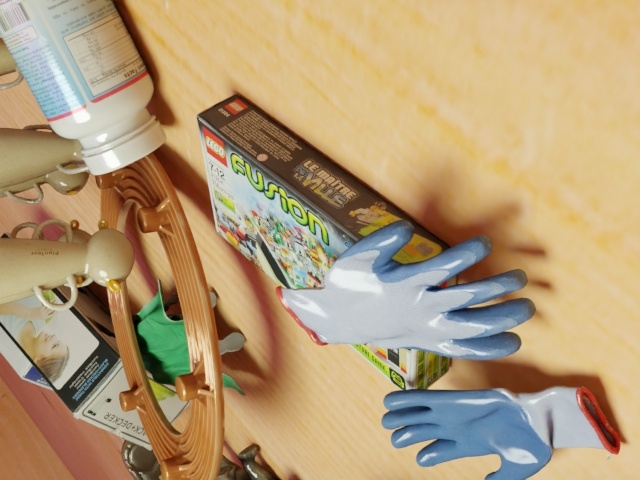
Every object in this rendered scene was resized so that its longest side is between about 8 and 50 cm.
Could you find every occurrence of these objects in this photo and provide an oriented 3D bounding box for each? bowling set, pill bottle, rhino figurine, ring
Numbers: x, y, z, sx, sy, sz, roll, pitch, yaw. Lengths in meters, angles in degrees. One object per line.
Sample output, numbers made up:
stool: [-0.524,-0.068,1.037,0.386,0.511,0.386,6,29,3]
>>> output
bowling set: [-0.254,-0.038,0.829,0.200,0.154,0.287,107,153,-62]
pill bottle: [-0.182,-0.135,0.707,0.087,0.087,0.160,9,128,58]
rhino figurine: [-0.076,0.291,1.043,0.243,0.073,0.106,-1,115,59]
ring: [-0.162,0.073,0.853,0.336,0.032,0.336,35,130,56]

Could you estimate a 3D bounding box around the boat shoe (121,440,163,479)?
boat shoe: [-0.216,0.395,1.415,0.257,0.095,0.095,65,168,-4]

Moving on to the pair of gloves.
pair of gloves: [0.071,0.071,0.518,0.159,0.023,0.198,-16,120,47]

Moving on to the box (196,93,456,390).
box: [0.000,0.000,0.603,0.207,0.036,0.114,38,149,34]

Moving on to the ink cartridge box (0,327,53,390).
ink cartridge box: [-0.391,0.155,1.349,0.224,0.045,0.223,38,180,40]

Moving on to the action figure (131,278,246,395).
action figure: [-0.155,0.105,0.969,0.137,0.063,0.232,58,150,-6]

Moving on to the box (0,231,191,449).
box: [-0.307,0.125,1.172,0.290,0.087,0.169,38,174,35]
